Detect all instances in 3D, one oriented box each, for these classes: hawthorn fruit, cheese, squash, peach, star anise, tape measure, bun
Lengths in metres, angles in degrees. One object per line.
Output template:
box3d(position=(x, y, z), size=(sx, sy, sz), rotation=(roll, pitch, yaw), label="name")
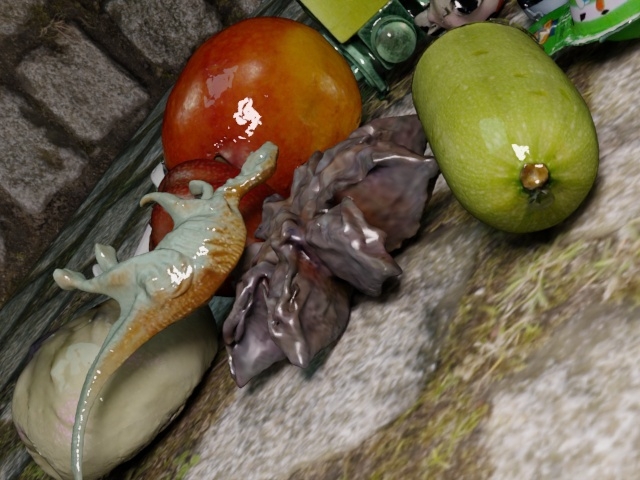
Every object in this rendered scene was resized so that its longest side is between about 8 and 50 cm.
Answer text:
box3d(position=(-0.108, -0.007, 1.256), size=(0.169, 0.188, 0.169), rotation=(-165, 90, -90), label="hawthorn fruit")
box3d(position=(0.266, -0.229, 0.983), size=(0.320, 0.083, 0.204), rotation=(-33, 22, 38), label="cheese")
box3d(position=(0.151, -0.083, 0.863), size=(0.132, 0.132, 0.247), rotation=(-41, 23, 18), label="squash")
box3d(position=(-0.077, -0.156, 1.404), size=(0.281, 0.238, 0.281), rotation=(-6, 47, 6), label="peach")
box3d(position=(0.002, -0.002, 1.057), size=(0.332, 0.117, 0.331), rotation=(-44, 23, 24), label="star anise")
box3d(position=(0.261, -0.284, 1.172), size=(0.094, 0.054, 0.091), rotation=(-31, 20, 25), label="tape measure")
box3d(position=(-0.240, 0.153, 1.224), size=(0.273, 0.168, 0.273), rotation=(-39, 10, 8), label="bun")

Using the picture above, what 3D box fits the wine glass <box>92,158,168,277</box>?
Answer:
box3d(position=(-0.218, 0.005, 1.529), size=(0.196, 0.165, 0.165), rotation=(-53, 16, 4), label="wine glass")

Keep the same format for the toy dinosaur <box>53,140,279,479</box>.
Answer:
box3d(position=(-0.180, 0.050, 1.076), size=(0.205, 0.092, 0.393), rotation=(2, 54, 29), label="toy dinosaur")

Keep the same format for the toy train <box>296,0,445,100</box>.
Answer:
box3d(position=(0.035, -0.359, 1.554), size=(0.160, 0.253, 0.397), rotation=(-44, 18, 6), label="toy train")

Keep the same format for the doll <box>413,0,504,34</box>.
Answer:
box3d(position=(0.205, -0.335, 1.358), size=(0.192, 0.095, 0.149), rotation=(-50, 19, -17), label="doll")
